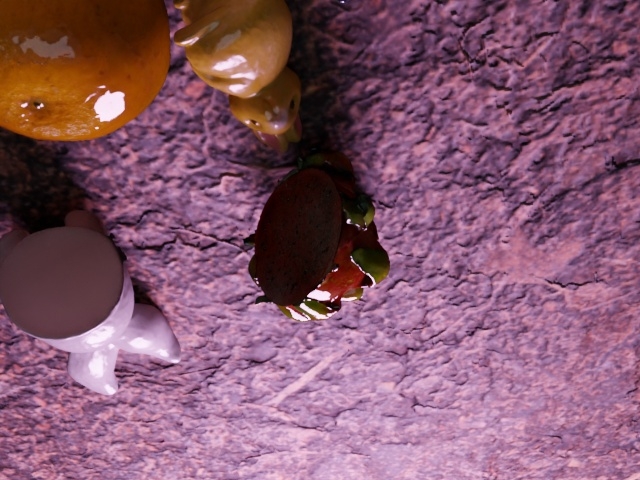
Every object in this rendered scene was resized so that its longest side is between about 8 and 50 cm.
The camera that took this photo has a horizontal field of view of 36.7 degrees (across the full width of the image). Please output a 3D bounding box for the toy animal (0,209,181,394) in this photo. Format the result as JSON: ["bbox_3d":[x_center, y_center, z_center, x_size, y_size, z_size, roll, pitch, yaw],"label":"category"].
[{"bbox_3d":[-0.208,0.058,0.857,0.104,0.131,0.221,-36,162,-13],"label":"toy animal"}]

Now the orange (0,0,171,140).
[{"bbox_3d":[-0.175,-0.140,0.637,0.155,0.134,0.154,3,156,1],"label":"orange"}]

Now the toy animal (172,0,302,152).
[{"bbox_3d":[-0.041,-0.118,0.705,0.083,0.070,0.159,-17,137,9],"label":"toy animal"}]

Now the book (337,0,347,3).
[{"bbox_3d":[0.070,-0.282,0.581,0.269,0.025,0.191,-28,130,21],"label":"book"}]

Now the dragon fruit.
[{"bbox_3d":[0.000,0.000,0.795,0.142,0.138,0.175,20,177,28],"label":"dragon fruit"}]
